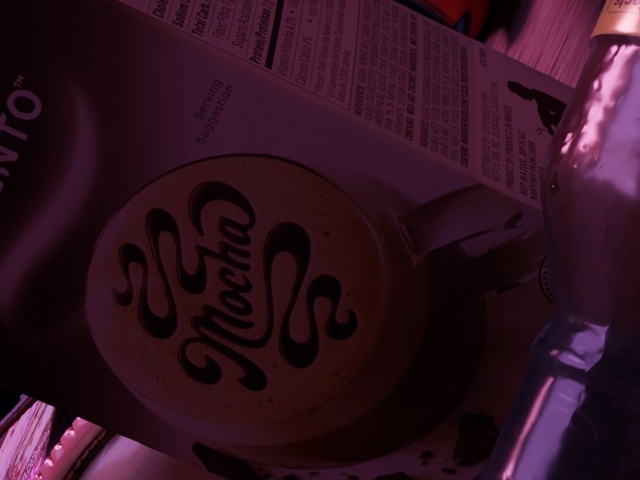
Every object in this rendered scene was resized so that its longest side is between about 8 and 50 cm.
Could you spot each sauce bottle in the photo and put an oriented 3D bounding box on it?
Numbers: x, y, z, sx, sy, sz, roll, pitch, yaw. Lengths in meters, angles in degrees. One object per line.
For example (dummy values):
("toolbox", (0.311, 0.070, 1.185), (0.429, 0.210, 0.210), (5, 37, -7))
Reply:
("sauce bottle", (0.134, -0.050, 0.556), (0.111, 0.111, 0.344), (-156, 89, -78))

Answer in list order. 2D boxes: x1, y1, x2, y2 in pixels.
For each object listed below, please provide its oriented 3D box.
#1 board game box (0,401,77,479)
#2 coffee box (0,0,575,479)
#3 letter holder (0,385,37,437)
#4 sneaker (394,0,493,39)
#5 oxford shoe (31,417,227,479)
("board game box", (-0.143, 0.207, 1.175), (0.232, 0.141, 0.291), (-65, 12, 5))
("coffee box", (-0.028, -0.011, 0.722), (0.168, 0.297, 0.119), (-59, 13, 30))
("letter holder", (-0.135, -0.042, 1.102), (0.214, 0.152, 0.302), (-42, 5, 19))
("sneaker", (-0.005, -0.099, 1.201), (0.350, 0.131, 0.148), (-52, 14, 48))
("oxford shoe", (-0.079, 0.222, 0.914), (0.146, 0.140, 0.397), (41, 122, 38))
